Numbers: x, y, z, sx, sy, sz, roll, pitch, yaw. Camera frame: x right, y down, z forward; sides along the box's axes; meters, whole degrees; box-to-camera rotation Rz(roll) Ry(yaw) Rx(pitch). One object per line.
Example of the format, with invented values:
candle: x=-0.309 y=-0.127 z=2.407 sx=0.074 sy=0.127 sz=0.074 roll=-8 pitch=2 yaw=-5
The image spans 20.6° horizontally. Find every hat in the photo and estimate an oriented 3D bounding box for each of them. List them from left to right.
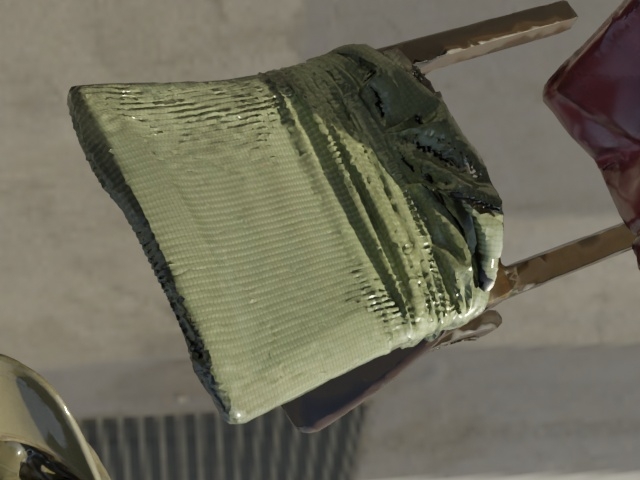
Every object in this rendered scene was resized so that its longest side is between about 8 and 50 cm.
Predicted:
hat: x=-0.226 y=0.129 z=1.188 sx=0.166 sy=0.144 sz=0.173 roll=-9 pitch=113 yaw=-9

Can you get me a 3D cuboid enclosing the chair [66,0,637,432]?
chair: x=0.000 y=0.000 z=0.832 sx=0.319 sy=0.160 sz=0.186 roll=-20 pitch=172 yaw=-41

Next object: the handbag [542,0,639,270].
handbag: x=0.197 y=-0.068 z=0.715 sx=0.146 sy=0.135 sz=0.225 roll=-23 pitch=170 yaw=-25
